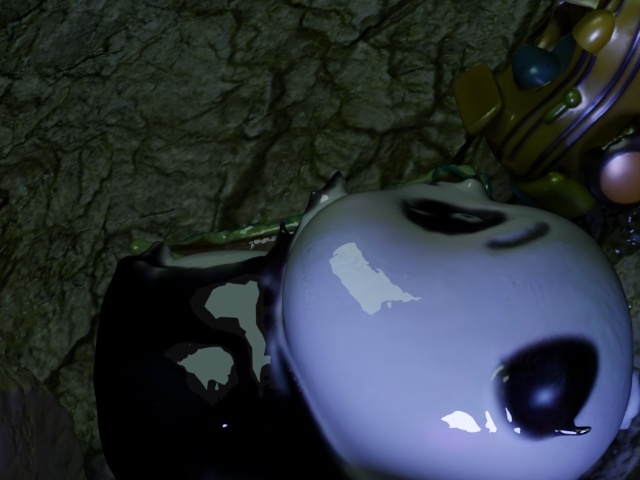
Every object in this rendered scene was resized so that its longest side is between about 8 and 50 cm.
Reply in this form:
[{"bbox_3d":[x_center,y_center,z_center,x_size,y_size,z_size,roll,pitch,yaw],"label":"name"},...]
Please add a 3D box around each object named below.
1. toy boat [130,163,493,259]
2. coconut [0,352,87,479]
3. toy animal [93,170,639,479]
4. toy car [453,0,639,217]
[{"bbox_3d":[0.000,0.008,0.863,0.292,0.099,0.108,-11,46,10],"label":"toy boat"},{"bbox_3d":[-0.317,0.192,0.777,0.244,0.239,0.239,-5,50,18],"label":"coconut"},{"bbox_3d":[0.040,0.083,0.675,0.310,0.251,0.251,-12,47,29],"label":"toy animal"},{"bbox_3d":[0.211,-0.142,0.790,0.248,0.142,0.200,-47,20,21],"label":"toy car"}]
